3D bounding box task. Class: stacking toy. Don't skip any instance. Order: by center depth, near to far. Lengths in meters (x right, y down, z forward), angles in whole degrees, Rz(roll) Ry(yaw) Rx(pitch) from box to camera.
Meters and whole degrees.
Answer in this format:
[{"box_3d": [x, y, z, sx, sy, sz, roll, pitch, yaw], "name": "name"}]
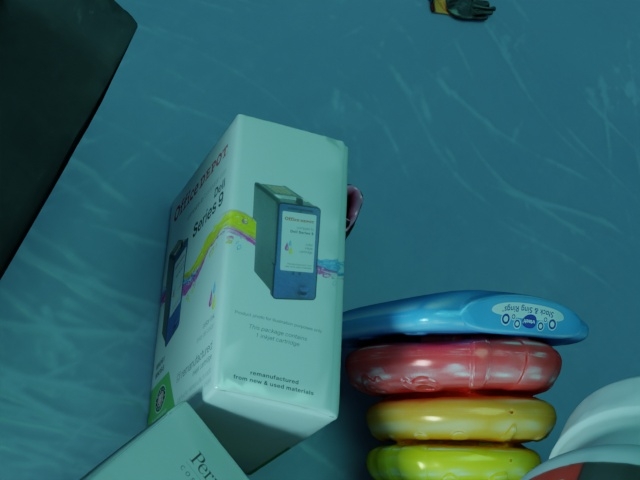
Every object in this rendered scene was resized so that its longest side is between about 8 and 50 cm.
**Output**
[{"box_3d": [0.099, 0.193, 1.000, 0.175, 0.166, 0.301, 9, 77, -36], "name": "stacking toy"}]

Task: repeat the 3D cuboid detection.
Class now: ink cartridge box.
[{"box_3d": [-0.053, 0.041, 0.967, 0.093, 0.154, 0.212, 16, 61, -20], "name": "ink cartridge box"}]

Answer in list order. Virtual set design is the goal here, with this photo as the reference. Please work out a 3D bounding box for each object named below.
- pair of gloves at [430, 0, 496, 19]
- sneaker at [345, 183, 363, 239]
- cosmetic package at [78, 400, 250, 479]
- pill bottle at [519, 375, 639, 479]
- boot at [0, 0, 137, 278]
[{"box_3d": [0.132, -0.249, 1.303, 0.074, 0.010, 0.083, 0, 67, -29], "name": "pair of gloves"}, {"box_3d": [0.000, 0.000, 1.078, 0.047, 0.057, 0.119, 36, 56, -11], "name": "sneaker"}, {"box_3d": [-0.070, 0.325, 0.786, 0.377, 0.097, 0.284, 52, 47, 1], "name": "cosmetic package"}, {"box_3d": [0.180, 0.256, 0.819, 0.210, 0.210, 0.363, 42, 40, -4], "name": "pill bottle"}, {"box_3d": [-0.340, -0.056, 0.762, 0.367, 0.146, 0.445, 38, 55, -22], "name": "boot"}]
